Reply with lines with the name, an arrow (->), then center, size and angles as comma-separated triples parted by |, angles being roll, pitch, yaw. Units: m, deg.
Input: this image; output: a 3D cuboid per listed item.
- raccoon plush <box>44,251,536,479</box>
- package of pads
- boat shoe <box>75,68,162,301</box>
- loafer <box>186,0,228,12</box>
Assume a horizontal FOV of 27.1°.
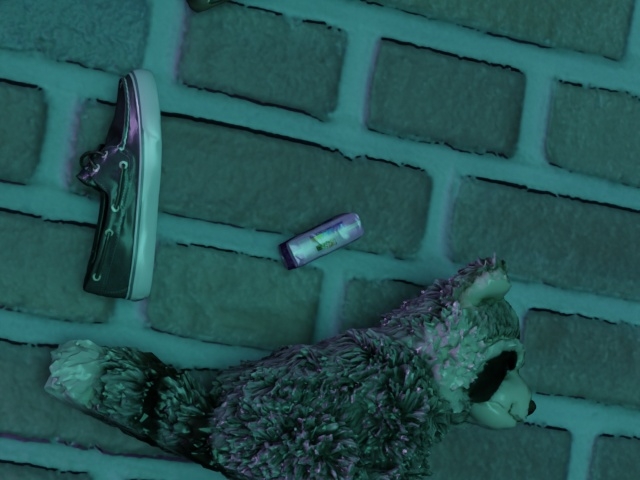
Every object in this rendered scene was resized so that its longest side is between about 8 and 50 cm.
raccoon plush -> -0.003, 0.102, 1.296 | 0.446, 0.216, 0.299 | 29, 73, -15
package of pads -> 0.000, 0.000, 1.367 | 0.083, 0.050, 0.032 | -26, 92, -17
boat shoe -> -0.201, -0.055, 1.296 | 0.076, 0.080, 0.228 | 2, 96, -19
loafer -> -0.021, -0.300, 1.358 | 0.268, 0.096, 0.084 | -14, 113, -11
